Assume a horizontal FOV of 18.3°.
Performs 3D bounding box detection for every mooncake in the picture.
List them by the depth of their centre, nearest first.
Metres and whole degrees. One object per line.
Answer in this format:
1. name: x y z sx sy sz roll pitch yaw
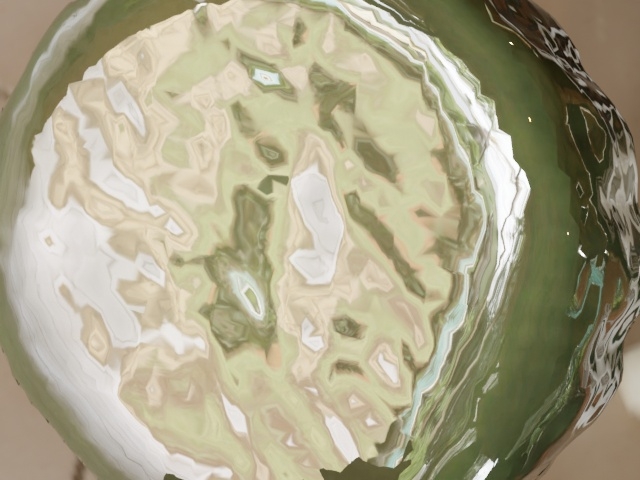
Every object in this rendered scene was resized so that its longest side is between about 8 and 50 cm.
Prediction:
1. mooncake: 0.000 0.000 1.102 0.356 0.356 0.194 66 23 3
